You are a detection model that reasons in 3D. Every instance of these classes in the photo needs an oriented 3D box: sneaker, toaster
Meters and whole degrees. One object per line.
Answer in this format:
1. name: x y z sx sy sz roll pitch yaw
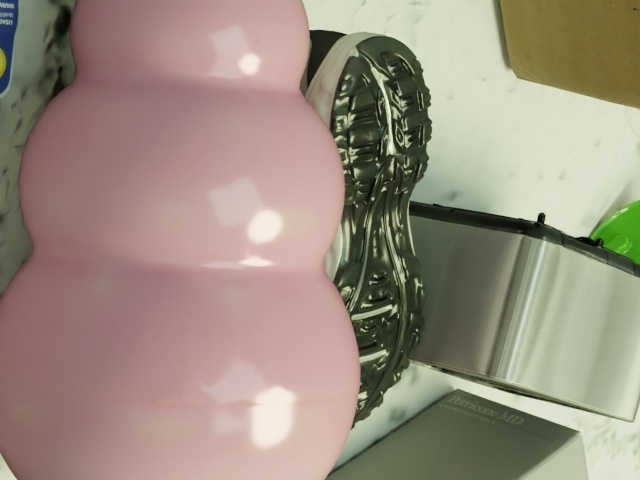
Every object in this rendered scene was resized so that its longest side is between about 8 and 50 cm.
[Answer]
1. sneaker: 0.000 0.000 1.148 0.100 0.108 0.271 -9 111 -41
2. toaster: 0.129 0.043 1.228 0.168 0.185 0.110 19 84 -46

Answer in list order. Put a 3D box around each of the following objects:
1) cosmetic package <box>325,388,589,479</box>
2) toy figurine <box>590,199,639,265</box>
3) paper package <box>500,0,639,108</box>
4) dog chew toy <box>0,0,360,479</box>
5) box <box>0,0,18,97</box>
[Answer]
1. cosmetic package: 0.065 0.206 1.254 0.238 0.127 0.107 -34 123 -34
2. toy figurine: 0.263 0.074 1.430 0.173 0.130 0.159 -35 137 -5
3. paper package: 0.267 -0.231 1.182 0.168 0.325 0.309 -31 122 -33
4. dog chew toy: -0.077 -0.009 1.016 0.206 0.206 0.332 1 93 -44
5. box: -0.208 -0.188 0.941 0.136 0.036 0.225 1 100 -43
